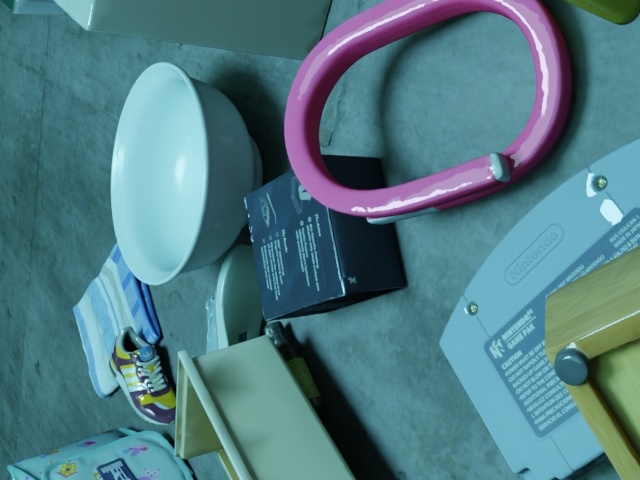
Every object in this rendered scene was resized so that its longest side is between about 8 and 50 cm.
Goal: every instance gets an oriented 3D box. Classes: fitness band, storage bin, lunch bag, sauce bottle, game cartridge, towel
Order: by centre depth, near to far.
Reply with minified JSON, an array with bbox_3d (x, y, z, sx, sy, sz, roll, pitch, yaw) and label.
[{"bbox_3d":[0.228,0.061,0.650,0.297,0.062,0.198,-53,49,39],"label":"game cartridge"},{"bbox_3d":[0.090,-0.132,0.743,0.290,0.054,0.209,-16,78,32],"label":"fitness band"},{"bbox_3d":[-0.072,0.293,0.949,0.262,0.123,0.260,54,147,34],"label":"storage bin"},{"bbox_3d":[-0.037,0.163,0.999,0.042,0.042,0.128,-49,56,41],"label":"sauce bottle"},{"bbox_3d":[-0.357,0.411,1.273,0.262,0.223,0.160,-5,95,51],"label":"lunch bag"},{"bbox_3d":[-0.384,0.150,1.441,0.285,0.034,0.209,-44,60,44],"label":"towel"}]

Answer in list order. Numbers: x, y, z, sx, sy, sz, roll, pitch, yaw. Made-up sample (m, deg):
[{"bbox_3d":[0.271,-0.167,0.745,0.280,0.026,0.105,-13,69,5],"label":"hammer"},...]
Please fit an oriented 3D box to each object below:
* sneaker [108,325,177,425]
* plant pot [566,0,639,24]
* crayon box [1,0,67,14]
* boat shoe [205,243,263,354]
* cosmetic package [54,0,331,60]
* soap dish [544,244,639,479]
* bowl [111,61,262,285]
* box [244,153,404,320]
[{"bbox_3d":[-0.288,0.223,1.284,0.185,0.069,0.084,39,125,29],"label":"sneaker"},{"bbox_3d":[0.157,-0.316,0.603,0.212,0.187,0.212,44,125,40],"label":"plant pot"},{"bbox_3d":[-0.240,-0.392,0.982,0.083,0.322,0.203,43,125,25],"label":"crayon box"},{"bbox_3d":[-0.128,0.112,1.079,0.081,0.079,0.228,18,110,45],"label":"boat shoe"},{"bbox_3d":[-0.144,-0.305,0.896,0.153,0.296,0.129,41,122,40],"label":"cosmetic package"},{"bbox_3d":[0.290,0.120,0.467,0.229,0.118,0.291,-38,78,42],"label":"soap dish"},{"bbox_3d":[-0.171,-0.088,1.068,0.297,0.134,0.298,-1,88,54],"label":"bowl"},{"bbox_3d":[0.000,0.000,0.898,0.158,0.093,0.156,-23,73,50],"label":"box"}]
